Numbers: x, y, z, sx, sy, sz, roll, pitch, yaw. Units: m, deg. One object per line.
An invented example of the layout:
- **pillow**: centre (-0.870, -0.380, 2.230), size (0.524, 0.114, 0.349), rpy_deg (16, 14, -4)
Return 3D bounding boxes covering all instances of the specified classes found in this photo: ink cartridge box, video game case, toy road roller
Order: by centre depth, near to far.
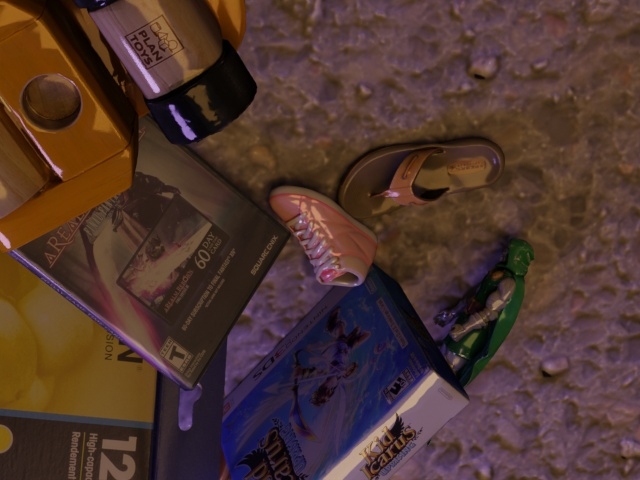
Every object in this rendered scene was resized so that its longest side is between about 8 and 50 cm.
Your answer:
- **toy road roller**: centre (-0.221, -0.169, 1.473), size (0.329, 0.241, 0.202), rpy_deg (-29, 115, 10)
- **video game case**: centre (-0.179, -0.013, 1.589), size (0.274, 0.026, 0.196), rpy_deg (40, 66, -20)
- **ink cartridge box**: centre (-0.230, 0.135, 1.595), size (0.307, 0.072, 0.304), rpy_deg (7, 77, -19)
- **video game case**: centre (0.009, 0.167, 1.646), size (0.061, 0.269, 0.244), rpy_deg (40, 99, -24)

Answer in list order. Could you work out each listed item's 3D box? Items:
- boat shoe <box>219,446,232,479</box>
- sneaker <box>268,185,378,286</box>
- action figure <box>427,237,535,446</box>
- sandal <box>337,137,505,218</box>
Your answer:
- **boat shoe**: centre (-0.129, 0.312, 1.790), size (0.073, 0.073, 0.207), rpy_deg (23, 113, -23)
- **sneaker**: centre (0.000, 0.000, 1.677), size (0.134, 0.070, 0.051), rpy_deg (32, 143, -26)
- **action figure**: centre (0.158, 0.100, 1.750), size (0.063, 0.137, 0.232), rpy_deg (31, 95, -10)
- **sandal**: centre (0.105, -0.063, 1.690), size (0.180, 0.049, 0.072), rpy_deg (-11, 115, -4)
